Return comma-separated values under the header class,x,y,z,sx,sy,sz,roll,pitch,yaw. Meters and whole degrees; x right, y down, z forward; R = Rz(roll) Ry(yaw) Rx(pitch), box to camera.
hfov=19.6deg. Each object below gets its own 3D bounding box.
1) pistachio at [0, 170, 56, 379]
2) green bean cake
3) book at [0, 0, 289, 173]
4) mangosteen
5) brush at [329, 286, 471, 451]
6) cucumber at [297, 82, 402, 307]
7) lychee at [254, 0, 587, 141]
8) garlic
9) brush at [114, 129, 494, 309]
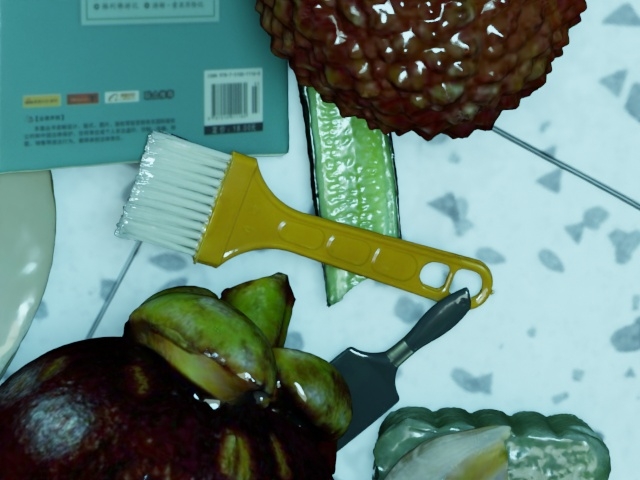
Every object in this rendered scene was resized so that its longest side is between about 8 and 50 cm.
class,x,y,z,sx,sy,sz,roll,pitch,yaw
pistachio,-0.289,0.013,1.379,0.197,0.166,0.288,7,97,9
green bean cake,0.129,0.226,1.475,0.185,0.094,0.183,3,100,-3
book,-0.129,-0.243,1.350,0.264,0.031,0.379,-5,100,-36
mangosteen,-0.108,0.176,1.352,0.307,0.307,0.347,33,87,-7
brush,0.048,0.102,1.475,0.193,0.016,0.063,-40,104,18
cucumber,0.023,-0.062,1.448,0.070,0.046,0.220,-8,101,-3
lychee,0.071,-0.216,1.327,0.264,0.300,0.264,0,144,0
garlic,0.085,0.232,1.396,0.101,0.087,0.195,4,97,-11
brush,0.000,0.000,1.418,0.314,0.017,0.090,17,101,-23
